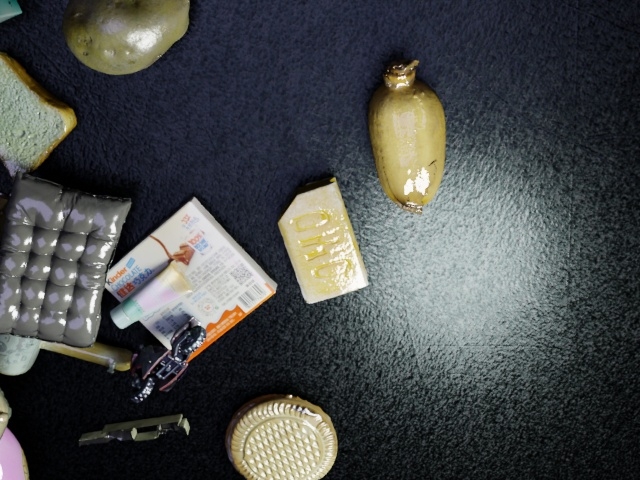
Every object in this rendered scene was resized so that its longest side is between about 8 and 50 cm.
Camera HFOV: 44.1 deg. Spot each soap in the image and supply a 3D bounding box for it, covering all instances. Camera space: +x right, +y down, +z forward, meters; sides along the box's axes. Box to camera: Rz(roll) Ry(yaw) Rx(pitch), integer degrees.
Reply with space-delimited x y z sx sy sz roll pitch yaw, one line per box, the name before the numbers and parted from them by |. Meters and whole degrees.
soap | 0.000 0.000 1.616 0.140 0.073 0.232 -18 107 2

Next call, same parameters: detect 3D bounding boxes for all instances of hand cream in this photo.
hand cream | -0.351 0.117 1.629 0.174 0.047 0.076 -32 104 5

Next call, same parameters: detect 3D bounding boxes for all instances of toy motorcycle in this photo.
toy motorcycle | -0.322 0.242 1.647 0.213 0.122 0.082 -42 128 5

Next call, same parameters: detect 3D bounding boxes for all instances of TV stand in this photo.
TV stand | -0.424 0.434 1.790 0.249 0.036 0.042 -9 110 4

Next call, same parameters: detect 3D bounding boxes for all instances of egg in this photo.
egg | -0.744 0.529 1.741 0.196 0.196 0.271 3 117 -1

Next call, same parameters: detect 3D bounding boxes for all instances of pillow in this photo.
pillow | -0.518 0.044 1.559 0.228 0.101 0.326 13 93 -18

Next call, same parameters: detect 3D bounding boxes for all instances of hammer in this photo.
hammer | -0.548 0.223 1.693 0.305 0.113 0.202 22 111 -16

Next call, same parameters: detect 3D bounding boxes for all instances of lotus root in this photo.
lotus root | 0.167 -0.198 1.515 0.146 0.131 0.303 -7 112 4

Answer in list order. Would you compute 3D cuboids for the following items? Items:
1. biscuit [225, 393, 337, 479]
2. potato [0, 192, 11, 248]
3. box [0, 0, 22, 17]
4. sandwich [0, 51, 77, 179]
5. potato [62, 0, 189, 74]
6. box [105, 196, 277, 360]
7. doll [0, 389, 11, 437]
biscuit | -0.089 0.454 1.772 0.259 0.079 0.259 0 109 1
potato | -0.711 0.021 1.618 0.138 0.098 0.243 8 108 -1
box | -0.693 -0.403 1.437 0.244 0.153 0.092 -20 108 9
sandwich | -0.607 -0.243 1.539 0.186 0.065 0.215 -41 105 13
potato | -0.352 -0.404 1.439 0.235 0.160 0.178 -17 129 -4
box | -0.278 0.088 1.662 0.273 0.048 0.265 -37 105 14
doll | -0.793 0.297 1.614 0.349 0.247 0.247 41 109 29
